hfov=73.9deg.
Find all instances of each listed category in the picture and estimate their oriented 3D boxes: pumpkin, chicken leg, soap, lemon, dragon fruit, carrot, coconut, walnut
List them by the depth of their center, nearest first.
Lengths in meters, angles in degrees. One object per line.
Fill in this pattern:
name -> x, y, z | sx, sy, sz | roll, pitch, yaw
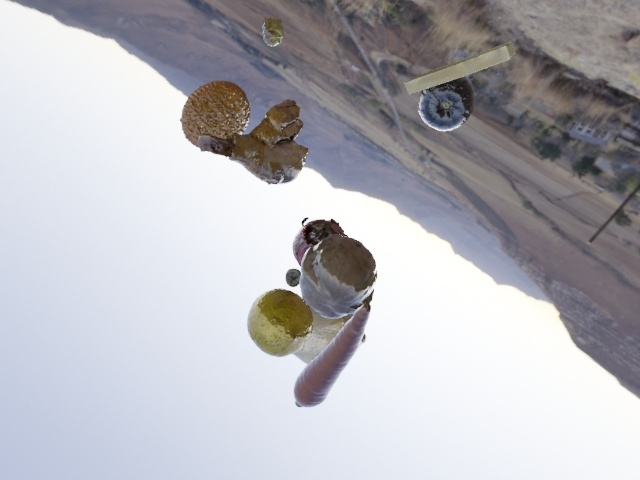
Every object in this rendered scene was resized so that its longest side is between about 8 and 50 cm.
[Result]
carrot -> 0.020, 0.217, 0.758 | 0.069, 0.336, 0.069 | 17, -140, -15
soap -> 0.336, -0.420, 1.041 | 0.092, 0.251, 0.037 | -43, -63, -47
walnut -> 0.052, 0.111, 1.268 | 0.248, 0.248, 0.248 | 32, -168, -7
chicken leg -> -0.185, -0.316, 1.329 | 0.409, 0.295, 0.182 | 0, -138, -50
dragon fruit -> 0.002, 0.003, 1.528 | 0.218, 0.224, 0.148 | 9, 160, 5
lemon -> -0.159, 0.315, 1.667 | 0.257, 0.258, 0.310 | 30, -173, -18
pumpkin -> 0.518, -0.570, 1.749 | 0.233, 0.233, 0.163 | 33, -151, -5
coconut -> 0.041, 0.436, 2.046 | 0.360, 0.347, 0.346 | -2, -174, 11

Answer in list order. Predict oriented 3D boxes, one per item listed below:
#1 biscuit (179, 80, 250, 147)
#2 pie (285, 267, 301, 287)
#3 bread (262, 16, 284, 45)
biscuit -> -0.339, -0.406, 1.401 | 0.035, 0.254, 0.254 | 46, -164, 31
pie -> -0.110, 0.152, 1.741 | 0.084, 0.084, 0.021 | 40, -165, 28
bread -> -0.138, -0.613, 1.243 | 0.060, 0.066, 0.110 | 36, -147, -41
